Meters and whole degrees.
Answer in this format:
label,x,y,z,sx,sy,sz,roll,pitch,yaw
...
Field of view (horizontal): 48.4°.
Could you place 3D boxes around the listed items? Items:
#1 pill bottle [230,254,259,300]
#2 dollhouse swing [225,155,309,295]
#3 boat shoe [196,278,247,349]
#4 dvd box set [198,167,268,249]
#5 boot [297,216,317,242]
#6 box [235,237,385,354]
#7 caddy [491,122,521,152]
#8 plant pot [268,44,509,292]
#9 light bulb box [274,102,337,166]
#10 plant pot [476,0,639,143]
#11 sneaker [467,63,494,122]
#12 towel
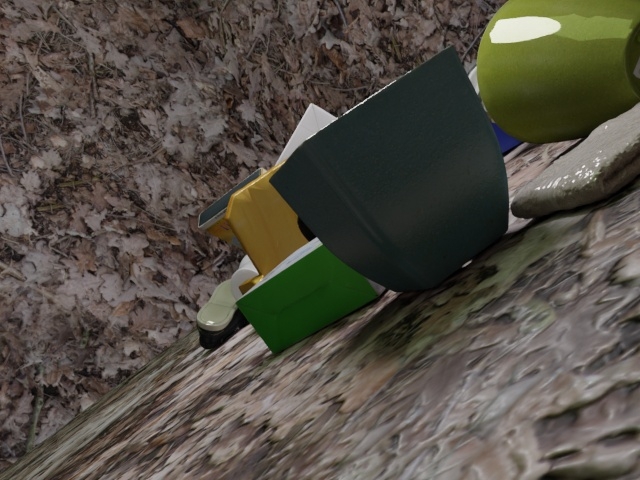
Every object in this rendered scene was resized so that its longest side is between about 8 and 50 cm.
label,x,y,z,sx,sy,sz,roll,pitch,yaw
pill bottle,-0.137,0.086,2.088,0.169,0.169,0.301,-33,3,31
dollhouse swing,-0.073,-0.018,1.770,0.346,0.305,0.315,-36,4,-17
boat shoe,-0.263,0.213,2.086,0.340,0.127,0.113,-58,-20,-65
dvd box set,-0.125,-0.044,2.238,0.307,0.420,0.062,-31,45,34
boot,0.108,-0.112,1.496,0.260,0.131,0.348,-42,-2,-29
box,0.022,0.057,1.269,0.262,0.127,0.231,-34,5,36
caddy,0.414,-0.321,1.929,0.341,0.179,0.241,-29,14,-20
plant pot,0.115,-0.069,0.993,0.247,0.252,0.248,-36,4,-15
light bulb box,0.076,-0.201,2.081,0.225,0.357,0.361,-58,0,5
plant pot,0.445,-0.283,1.143,0.274,0.275,0.293,-35,19,-8
sneaker,0.540,-0.381,1.708,0.447,0.257,0.169,-43,-35,-37
towel,0.385,-0.124,0.896,0.282,0.049,0.187,-35,2,-16
